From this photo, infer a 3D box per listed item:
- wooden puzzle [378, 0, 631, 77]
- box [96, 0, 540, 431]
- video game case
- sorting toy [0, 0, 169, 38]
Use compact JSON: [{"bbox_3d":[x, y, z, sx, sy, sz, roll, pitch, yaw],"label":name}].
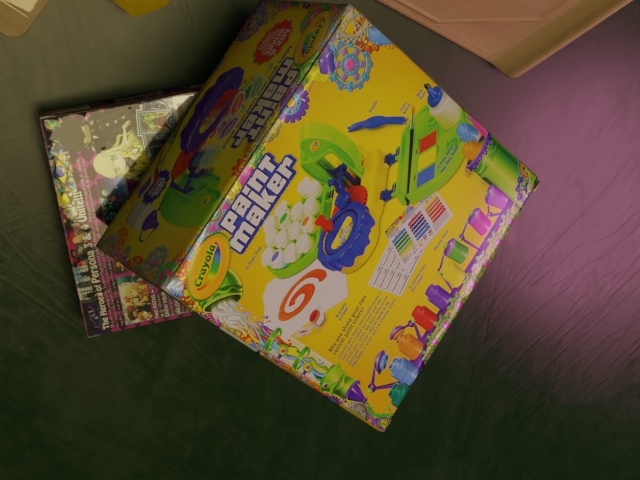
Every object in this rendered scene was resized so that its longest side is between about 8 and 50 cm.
[{"bbox_3d":[0.174,-0.275,1.133,0.238,0.221,0.044,27,55,-24],"label":"wooden puzzle"},{"bbox_3d":[0.001,-0.027,1.078,0.279,0.177,0.290,38,82,-32],"label":"box"},{"bbox_3d":[-0.155,-0.034,1.146,0.210,0.042,0.232,-12,109,-10],"label":"video game case"},{"bbox_3d":[-0.256,-0.304,1.031,0.307,0.041,0.229,33,100,-33],"label":"sorting toy"}]
